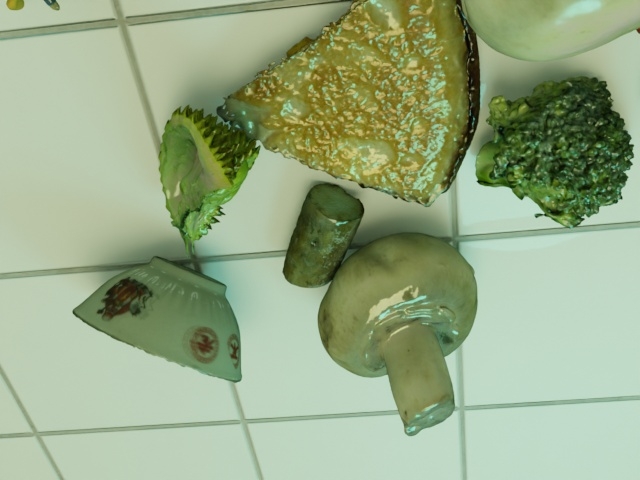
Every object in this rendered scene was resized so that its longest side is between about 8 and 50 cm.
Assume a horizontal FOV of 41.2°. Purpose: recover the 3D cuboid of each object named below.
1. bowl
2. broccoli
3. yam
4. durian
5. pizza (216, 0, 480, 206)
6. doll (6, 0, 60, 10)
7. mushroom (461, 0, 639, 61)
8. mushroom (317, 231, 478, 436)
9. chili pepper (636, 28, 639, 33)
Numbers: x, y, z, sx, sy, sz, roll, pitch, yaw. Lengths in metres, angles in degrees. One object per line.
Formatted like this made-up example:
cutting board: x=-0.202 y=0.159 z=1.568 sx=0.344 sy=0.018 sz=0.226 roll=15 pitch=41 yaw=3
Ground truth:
bowl: x=-0.273 y=0.126 z=1.582 sx=0.337 sy=0.337 sz=0.157 roll=24 pitch=86 yaw=-17
broccoli: x=0.366 y=-0.149 z=1.368 sx=0.245 sy=0.248 sz=0.288 roll=9 pitch=154 yaw=44
yam: x=0.000 y=0.000 z=1.535 sx=0.107 sy=0.107 sz=0.194 roll=14 pitch=130 yaw=-10
durian: x=-0.200 y=-0.106 z=1.369 sx=0.158 sy=0.169 sz=0.352 roll=26 pitch=159 yaw=-11
pizza: x=0.113 y=-0.217 z=1.367 sx=0.435 sy=0.080 sz=0.392 roll=-32 pitch=122 yaw=27
doll: x=-0.385 y=-0.388 z=1.238 sx=0.179 sy=0.089 sz=0.102 roll=-4 pitch=97 yaw=30
mushroom: x=0.336 y=-0.386 z=1.083 sx=0.353 sy=0.353 sz=0.325 roll=-35 pitch=143 yaw=27
mushroom: x=0.160 y=0.169 z=1.519 sx=0.314 sy=0.336 sz=0.314 roll=-11 pitch=144 yaw=-8
chili pepper: x=0.567 y=-0.367 z=1.208 sx=0.253 sy=0.136 sz=0.144 roll=-14 pitch=164 yaw=24
